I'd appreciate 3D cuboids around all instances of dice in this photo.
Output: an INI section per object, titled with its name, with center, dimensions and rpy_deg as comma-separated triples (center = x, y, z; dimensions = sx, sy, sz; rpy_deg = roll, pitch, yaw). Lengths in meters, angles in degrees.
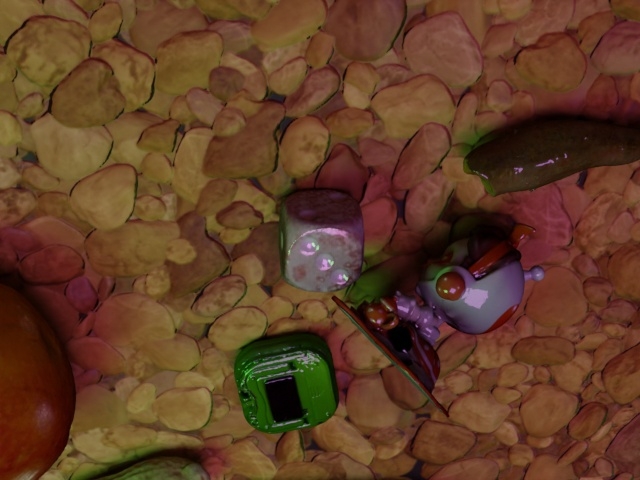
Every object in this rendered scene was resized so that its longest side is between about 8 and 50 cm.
[dice]
center = 0.000, 0.000, 1.167
dimensions = 0.091, 0.094, 0.093
rpy_deg = -1, 122, -9

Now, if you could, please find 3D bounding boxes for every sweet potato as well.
[sweet potato]
center = 0.277, -0.103, 1.164
dimensions = 0.243, 0.077, 0.077
rpy_deg = -14, 122, -10

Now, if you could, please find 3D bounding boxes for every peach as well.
[peach]
center = -0.398, 0.176, 1.137
dimensions = 0.281, 0.238, 0.281
rpy_deg = -12, 107, -43

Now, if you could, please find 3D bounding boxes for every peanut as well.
[peanut]
center = -0.247, 0.349, 1.343
dimensions = 0.214, 0.090, 0.099
rpy_deg = -23, 109, 6

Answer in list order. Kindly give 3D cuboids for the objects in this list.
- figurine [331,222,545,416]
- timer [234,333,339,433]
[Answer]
[figurine]
center = 0.162, 0.063, 1.189
dimensions = 0.226, 0.160, 0.183
rpy_deg = -44, 153, -2
[timer]
center = -0.043, 0.188, 1.301
dimensions = 0.128, 0.047, 0.140
rpy_deg = -11, 122, -1
